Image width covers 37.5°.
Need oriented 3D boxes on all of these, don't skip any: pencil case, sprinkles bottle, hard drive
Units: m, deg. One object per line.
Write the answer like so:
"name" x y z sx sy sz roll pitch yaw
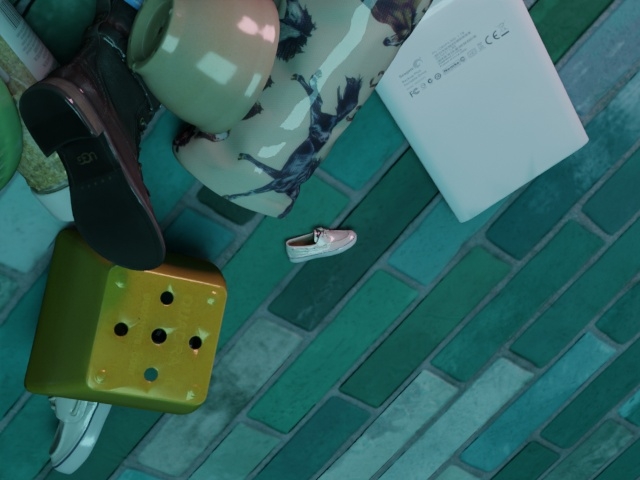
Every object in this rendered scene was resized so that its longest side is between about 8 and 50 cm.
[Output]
"pencil case" -0.019 -0.215 1.076 0.160 0.183 0.410 4 126 -53
"sprinkles bottle" -0.347 -0.181 1.019 0.121 0.121 0.355 -31 125 4
"hard drive" 0.199 -0.192 1.227 0.210 0.040 0.318 -33 125 6

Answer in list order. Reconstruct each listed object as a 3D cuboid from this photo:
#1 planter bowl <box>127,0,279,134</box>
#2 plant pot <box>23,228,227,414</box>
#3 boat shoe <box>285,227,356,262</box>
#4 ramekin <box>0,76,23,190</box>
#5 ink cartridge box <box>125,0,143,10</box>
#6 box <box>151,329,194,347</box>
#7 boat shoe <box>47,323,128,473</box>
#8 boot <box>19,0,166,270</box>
"planter bowl" -0.135 -0.205 0.993 0.109 0.162 0.162 19 115 -35
"plant pot" -0.223 0.108 1.154 0.212 0.187 0.212 14 84 -24
"boat shoe" 0.000 0.000 1.298 0.100 0.035 0.035 -14 128 0
"ramekin" -0.471 -0.101 0.938 0.304 0.148 0.303 9 137 8
"ink cartridge box" -0.166 -0.340 1.005 0.104 0.060 0.180 33 108 -33
"box" -0.215 0.146 1.336 0.067 0.018 0.083 25 112 -30
"boat shoe" -0.329 0.202 1.294 0.088 0.096 0.267 21 113 -23
"boot" -0.206 -0.125 1.037 0.091 0.229 0.262 -8 123 21
